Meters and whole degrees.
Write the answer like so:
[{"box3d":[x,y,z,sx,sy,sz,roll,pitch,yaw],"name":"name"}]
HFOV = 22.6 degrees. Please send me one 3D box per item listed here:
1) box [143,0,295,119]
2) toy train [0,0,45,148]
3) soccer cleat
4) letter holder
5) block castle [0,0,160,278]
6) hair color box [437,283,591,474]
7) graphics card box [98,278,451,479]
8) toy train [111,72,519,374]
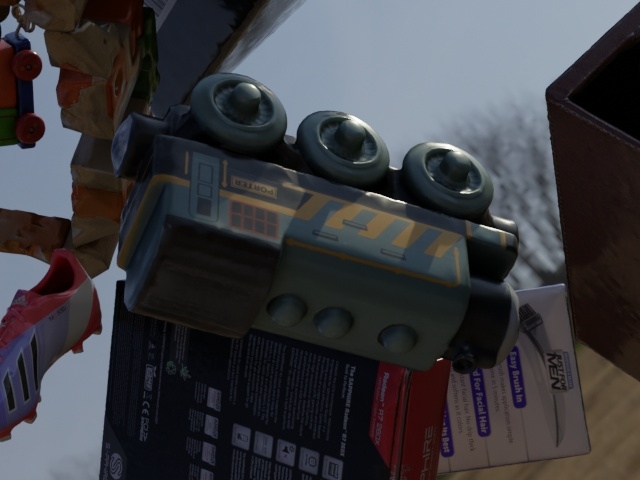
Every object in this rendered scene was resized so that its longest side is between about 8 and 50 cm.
[{"box3d":[-0.066,-0.441,1.813,0.472,0.297,0.480,-49,4,-24],"name":"box"},{"box3d":[-0.451,-0.240,2.126,0.143,0.105,0.248,-10,-67,-25],"name":"toy train"},{"box3d":[-0.288,0.103,1.529,0.083,0.095,0.248,-3,28,27],"name":"soccer cleat"},{"box3d":[0.290,-0.003,1.082,0.152,0.214,0.302,-43,-33,-17],"name":"letter holder"},{"box3d":[-0.321,-0.186,1.618,0.453,0.303,0.213,93,-171,-51],"name":"block castle"},{"box3d":[0.108,0.164,1.737,0.338,0.185,0.110,-7,-10,1],"name":"hair color box"},{"box3d":[-0.054,0.182,1.584,0.094,0.370,0.233,-10,-71,-53],"name":"graphics card box"},{"box3d":[0.000,0.000,1.208,0.190,0.333,0.142,-90,23,-44],"name":"toy train"}]
